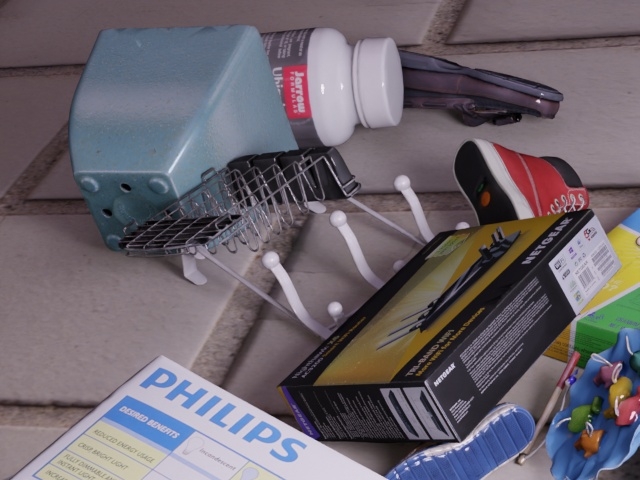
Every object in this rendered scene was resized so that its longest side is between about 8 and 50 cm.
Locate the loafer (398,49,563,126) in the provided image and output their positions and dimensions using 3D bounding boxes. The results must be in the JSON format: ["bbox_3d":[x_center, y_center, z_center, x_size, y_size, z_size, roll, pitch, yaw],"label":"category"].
[{"bbox_3d":[0.219,-0.207,2.308,0.302,0.095,0.109,20,12,38],"label":"loafer"}]

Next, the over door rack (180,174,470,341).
[{"bbox_3d":[0.000,0.000,1.974,0.239,0.108,0.324,-30,33,-31],"label":"over door rack"}]

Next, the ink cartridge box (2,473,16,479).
[{"bbox_3d":[-0.253,0.289,1.505,0.109,0.150,0.063,-25,35,-22],"label":"ink cartridge box"}]

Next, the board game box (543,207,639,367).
[{"bbox_3d":[0.416,0.050,1.769,0.242,0.064,0.316,16,39,41],"label":"board game box"}]

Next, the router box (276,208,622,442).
[{"bbox_3d":[0.137,0.092,1.677,0.243,0.081,0.309,-10,26,51],"label":"router box"}]

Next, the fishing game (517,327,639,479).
[{"bbox_3d":[0.268,0.150,1.499,0.189,0.041,0.264,-60,13,-18],"label":"fishing game"}]

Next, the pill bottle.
[{"bbox_3d":[-0.046,-0.220,2.313,0.318,0.176,0.176,-4,30,16],"label":"pill bottle"}]

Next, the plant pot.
[{"bbox_3d":[-0.203,-0.117,2.140,0.247,0.248,0.252,1,44,22],"label":"plant pot"}]

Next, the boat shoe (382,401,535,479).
[{"bbox_3d":[0.128,0.223,1.579,0.183,0.066,0.066,-26,10,-12],"label":"boat shoe"}]

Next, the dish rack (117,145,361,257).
[{"bbox_3d":[-0.107,-0.034,1.941,0.208,0.074,0.271,-5,24,46],"label":"dish rack"}]

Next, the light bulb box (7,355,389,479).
[{"bbox_3d":[-0.103,0.332,1.210,0.358,0.225,0.361,26,43,25],"label":"light bulb box"}]

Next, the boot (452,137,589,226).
[{"bbox_3d":[0.279,-0.022,1.939,0.176,0.088,0.244,10,44,-28],"label":"boot"}]
